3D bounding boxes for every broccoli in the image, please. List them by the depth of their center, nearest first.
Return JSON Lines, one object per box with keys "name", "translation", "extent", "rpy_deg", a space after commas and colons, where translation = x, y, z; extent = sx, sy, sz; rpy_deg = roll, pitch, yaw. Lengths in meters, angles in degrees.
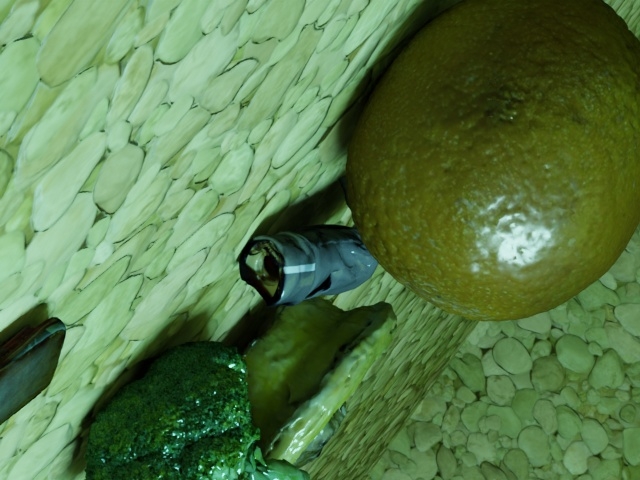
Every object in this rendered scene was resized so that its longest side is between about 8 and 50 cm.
{"name": "broccoli", "translation": [-0.132, 0.232, 1.639], "extent": [0.269, 0.241, 0.261], "rpy_deg": [-19, -140, 55]}

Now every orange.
{"name": "orange", "translation": [0.198, -0.096, 1.627], "extent": [0.357, 0.322, 0.322], "rpy_deg": [-59, 168, -5]}

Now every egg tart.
{"name": "egg tart", "translation": [-0.048, 0.181, 1.903], "extent": [0.345, 0.132, 0.345], "rpy_deg": [-50, 178, -2]}

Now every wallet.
{"name": "wallet", "translation": [-0.303, 0.155, 1.245], "extent": [0.255, 0.031, 0.137], "rpy_deg": [-42, 164, -36]}

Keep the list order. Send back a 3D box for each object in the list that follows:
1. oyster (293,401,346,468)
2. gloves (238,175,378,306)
{"name": "oyster", "translation": [-0.041, 0.243, 2.185], "extent": [0.094, 0.166, 0.294], "rpy_deg": [7, 143, -31]}
{"name": "gloves", "translation": [0.001, 0.010, 1.738], "extent": [0.142, 0.119, 0.285], "rpy_deg": [-21, -170, 35]}
